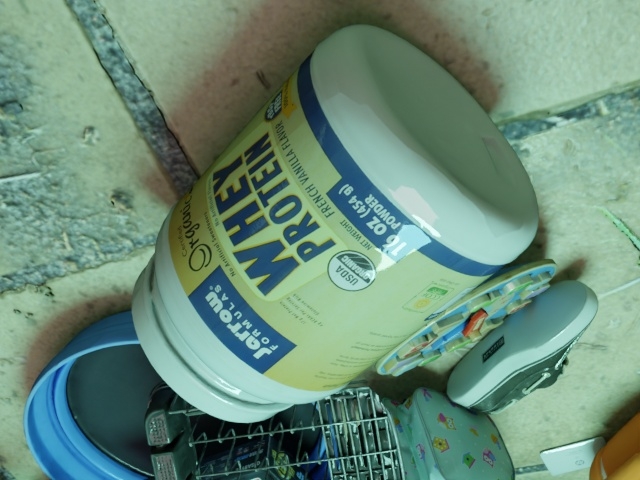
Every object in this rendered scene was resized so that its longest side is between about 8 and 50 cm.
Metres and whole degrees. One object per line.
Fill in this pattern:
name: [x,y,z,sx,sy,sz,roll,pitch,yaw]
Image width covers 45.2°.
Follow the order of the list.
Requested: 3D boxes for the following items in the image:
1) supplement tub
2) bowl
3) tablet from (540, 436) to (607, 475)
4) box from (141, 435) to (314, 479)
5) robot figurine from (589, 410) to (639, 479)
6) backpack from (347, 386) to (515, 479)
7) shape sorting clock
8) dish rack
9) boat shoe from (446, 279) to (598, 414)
supplement tub: [0.000,0.000,0.669,0.228,0.228,0.316,35,122,-20]
bowl: [-0.164,0.238,0.961,0.391,0.077,0.391,2,128,3]
tablet: [0.332,0.280,0.992,0.083,0.006,0.054,-21,123,20]
box: [-0.105,0.340,0.953,0.220,0.051,0.175,-24,121,21]
robot figurine: [0.405,0.264,0.899,0.128,0.158,0.219,34,125,8]
backpack: [0.143,0.269,0.901,0.188,0.166,0.144,26,120,-36]
shape sorting clock: [0.146,0.081,0.766,0.206,0.040,0.206,-22,158,-10]
dish rack: [-0.047,0.245,0.816,0.271,0.074,0.208,-8,100,7]
boat shoe: [0.231,0.122,0.842,0.070,0.078,0.219,28,133,-15]
